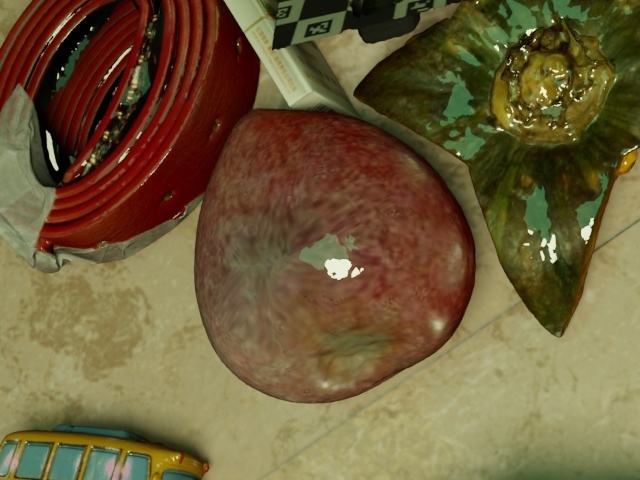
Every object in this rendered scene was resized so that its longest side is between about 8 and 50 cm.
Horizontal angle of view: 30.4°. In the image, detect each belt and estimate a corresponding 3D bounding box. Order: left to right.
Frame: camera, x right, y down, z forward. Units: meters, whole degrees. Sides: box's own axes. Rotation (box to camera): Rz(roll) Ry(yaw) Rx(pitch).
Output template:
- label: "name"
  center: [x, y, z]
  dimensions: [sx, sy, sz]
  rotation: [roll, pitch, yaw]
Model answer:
- label: "belt"
  center: [-0.200, -0.123, 1.118]
  dimensions: [0.227, 0.115, 0.324]
  rotation: [32, 89, 25]

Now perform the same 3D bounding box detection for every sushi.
- label: "sushi"
  center: [0.059, -0.221, 1.042]
  dimensions: [0.192, 0.050, 0.215]
  rotation: [-12, 36, 14]

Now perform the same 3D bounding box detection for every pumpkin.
- label: "pumpkin"
  center: [0.190, -0.113, 0.983]
  dimensions: [0.258, 0.095, 0.290]
  rotation: [-45, 65, 11]

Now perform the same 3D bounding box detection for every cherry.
- label: "cherry"
  center: [0.007, 0.008, 0.977]
  dimensions: [0.239, 0.206, 0.239]
  rotation: [-30, 43, 33]

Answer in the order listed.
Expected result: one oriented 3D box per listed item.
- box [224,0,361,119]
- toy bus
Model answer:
- label: "box"
  center: [-0.045, -0.199, 1.071]
  dimensions: [0.032, 0.122, 0.220]
  rotation: [-37, 70, 16]
- label: "toy bus"
  center: [-0.199, 0.236, 1.041]
  dimensions: [0.209, 0.126, 0.136]
  rotation: [2, 71, 20]
